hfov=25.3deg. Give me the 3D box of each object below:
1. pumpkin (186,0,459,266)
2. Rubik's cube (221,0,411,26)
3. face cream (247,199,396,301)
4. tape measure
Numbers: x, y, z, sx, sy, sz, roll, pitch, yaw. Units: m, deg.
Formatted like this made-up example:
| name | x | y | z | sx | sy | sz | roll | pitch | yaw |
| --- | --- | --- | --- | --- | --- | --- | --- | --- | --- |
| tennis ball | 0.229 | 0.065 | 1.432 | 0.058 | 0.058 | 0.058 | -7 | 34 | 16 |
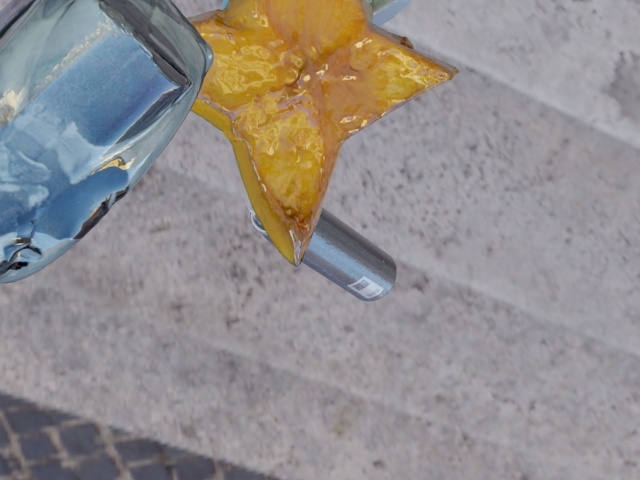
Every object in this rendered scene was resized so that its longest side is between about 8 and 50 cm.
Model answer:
| name | x | y | z | sx | sy | sz | roll | pitch | yaw |
| --- | --- | --- | --- | --- | --- | --- | --- | --- | --- |
| pumpkin | -0.021 | -0.165 | 1.486 | 0.258 | 0.095 | 0.290 | 46 | 78 | -13 |
| Rubik's cube | -0.014 | -0.311 | 1.780 | 0.265 | 0.224 | 0.213 | 12 | 162 | -4 |
| face cream | 0.000 | 0.000 | 1.804 | 0.073 | 0.073 | 0.283 | -39 | 143 | 13 |
| tape measure | -0.201 | -0.086 | 1.051 | 0.256 | 0.275 | 0.147 | -43 | 110 | 10 |
